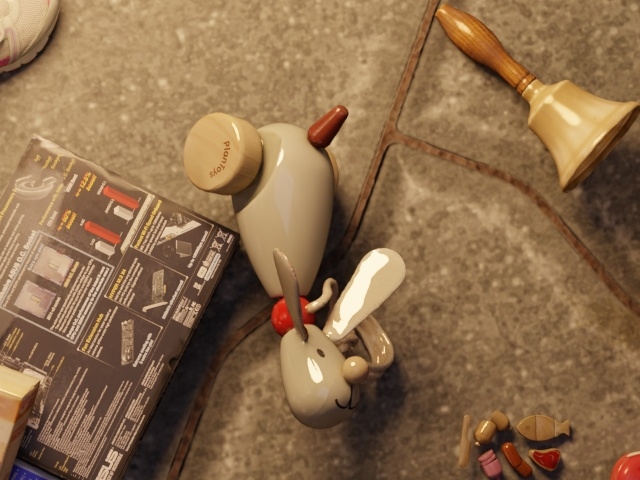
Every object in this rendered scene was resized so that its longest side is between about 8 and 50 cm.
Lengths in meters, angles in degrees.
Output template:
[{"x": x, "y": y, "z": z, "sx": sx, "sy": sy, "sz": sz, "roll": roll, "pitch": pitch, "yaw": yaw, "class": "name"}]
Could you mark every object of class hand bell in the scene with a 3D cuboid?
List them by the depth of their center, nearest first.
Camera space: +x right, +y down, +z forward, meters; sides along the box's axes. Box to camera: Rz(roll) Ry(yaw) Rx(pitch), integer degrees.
[{"x": 0.218, "y": -0.176, "z": 1.424, "sx": 0.242, "sy": 0.126, "sz": 0.126, "roll": 42, "pitch": 81, "yaw": 13, "class": "hand bell"}]

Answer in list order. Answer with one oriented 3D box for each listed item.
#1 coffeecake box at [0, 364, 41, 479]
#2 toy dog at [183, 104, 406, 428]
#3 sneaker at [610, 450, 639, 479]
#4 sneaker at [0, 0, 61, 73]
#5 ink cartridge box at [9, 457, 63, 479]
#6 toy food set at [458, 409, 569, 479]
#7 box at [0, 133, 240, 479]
[{"x": -0.372, "y": 0.203, "z": 1.258, "sx": 0.142, "sy": 0.068, "sz": 0.185, "roll": 20, "pitch": 100, "yaw": 0, "class": "coffeecake box"}, {"x": 0.000, "y": 0.000, "z": 1.294, "sx": 0.161, "sy": 0.220, "sz": 0.333, "roll": -32, "pitch": 86, "yaw": 35, "class": "toy dog"}, {"x": 0.424, "y": 0.280, "z": 1.359, "sx": 0.221, "sy": 0.128, "sz": 0.087, "roll": 19, "pitch": 81, "yaw": -4, "class": "sneaker"}, {"x": -0.380, "y": -0.212, "z": 1.355, "sx": 0.252, "sy": 0.111, "sz": 0.103, "roll": -39, "pitch": 88, "yaw": -9, "class": "sneaker"}, {"x": -0.337, "y": 0.326, "z": 1.327, "sx": 0.208, "sy": 0.045, "sz": 0.206, "roll": 26, "pitch": 82, "yaw": 0, "class": "ink cartridge box"}, {"x": 0.207, "y": 0.224, "z": 1.404, "sx": 0.122, "sy": 0.019, "sz": 0.078, "roll": 9, "pitch": 83, "yaw": -12, "class": "toy food set"}, {"x": -0.256, "y": 0.080, "z": 1.349, "sx": 0.242, "sy": 0.076, "sz": 0.307, "roll": 26, "pitch": 81, "yaw": -1, "class": "box"}]
